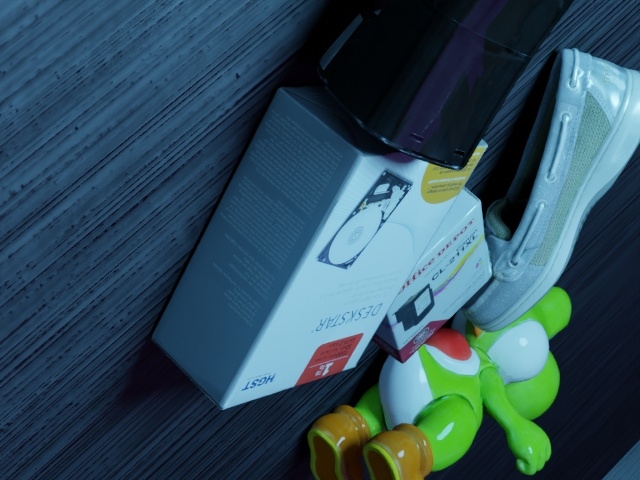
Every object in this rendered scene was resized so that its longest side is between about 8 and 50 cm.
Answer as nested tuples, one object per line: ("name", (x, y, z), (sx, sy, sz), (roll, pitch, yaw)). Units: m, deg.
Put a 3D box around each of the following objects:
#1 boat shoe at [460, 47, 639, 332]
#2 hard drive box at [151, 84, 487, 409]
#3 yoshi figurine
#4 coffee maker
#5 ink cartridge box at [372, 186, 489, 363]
("boat shoe", (0.213, -0.045, 1.253), (0.118, 0.103, 0.320), (-83, -163, -54))
("hard drive box", (0.000, 0.000, 0.961), (0.181, 0.089, 0.232), (-11, 137, -53))
("yoshi figurine", (0.166, 0.188, 1.419), (0.362, 0.203, 0.203), (-35, 168, -33))
("coffee maker", (0.091, -0.140, 0.815), (0.120, 0.171, 0.178), (24, 110, -20))
("ink cartridge box", (0.085, 0.022, 1.155), (0.127, 0.072, 0.175), (-43, 156, -10))
